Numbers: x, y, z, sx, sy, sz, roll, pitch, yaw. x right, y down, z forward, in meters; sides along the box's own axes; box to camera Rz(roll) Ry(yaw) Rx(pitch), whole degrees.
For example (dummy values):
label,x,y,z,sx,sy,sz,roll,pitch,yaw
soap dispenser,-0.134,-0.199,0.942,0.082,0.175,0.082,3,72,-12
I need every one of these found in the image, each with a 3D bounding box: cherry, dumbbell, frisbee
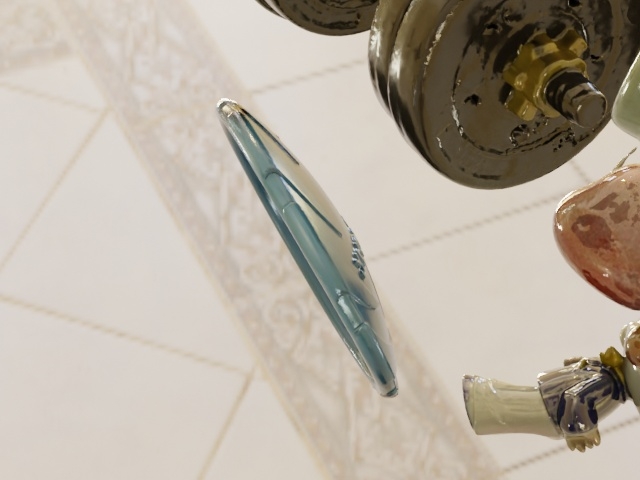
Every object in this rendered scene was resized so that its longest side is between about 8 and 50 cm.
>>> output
label,x,y,z,sx,sy,sz,roll,pitch,yaw
cherry,0.246,-0.007,1.267,0.087,0.106,0.126,5,39,-48
dumbbell,0.067,-0.180,1.060,0.185,0.185,0.388,-21,43,-21
frisbee,0.000,0.000,1.115,0.045,0.242,0.242,-30,53,-4

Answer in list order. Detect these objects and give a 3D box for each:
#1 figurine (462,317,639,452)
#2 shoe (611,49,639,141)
label,x,y,z,sx,sy,sz,roll,pitch,yaw
figurine,0.260,0.125,1.332,0.274,0.194,0.133,-7,77,-6
shoe,0.177,-0.074,0.505,0.078,0.079,0.195,41,51,20
